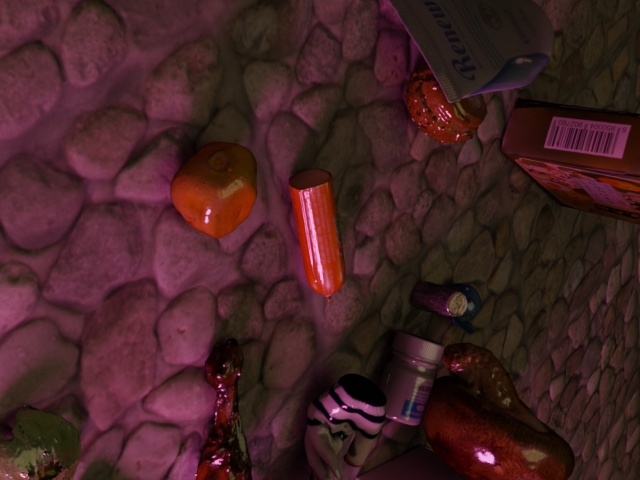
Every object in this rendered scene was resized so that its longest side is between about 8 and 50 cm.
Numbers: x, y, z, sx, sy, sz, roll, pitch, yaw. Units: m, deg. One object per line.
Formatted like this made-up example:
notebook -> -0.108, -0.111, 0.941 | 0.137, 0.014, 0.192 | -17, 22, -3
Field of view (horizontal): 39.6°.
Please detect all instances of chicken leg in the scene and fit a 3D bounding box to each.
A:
chicken leg -> -0.147, 0.301, 1.386 | 0.113, 0.093, 0.304 | -17, 109, -67

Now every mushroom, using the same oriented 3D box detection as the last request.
mushroom -> 0.346, 0.386, 1.769 | 0.345, 0.345, 0.239 | 0, 136, -51

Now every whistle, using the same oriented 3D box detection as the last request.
whistle -> 0.305, 0.138, 1.879 | 0.158, 0.090, 0.090 | 33, 77, -51

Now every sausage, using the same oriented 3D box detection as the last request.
sausage -> 0.000, 0.000, 1.454 | 0.071, 0.071, 0.234 | -37, 130, -38

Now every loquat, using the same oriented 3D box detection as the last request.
loquat -> -0.141, -0.068, 1.222 | 0.137, 0.113, 0.137 | -59, 162, -33

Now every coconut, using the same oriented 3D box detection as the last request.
coconut -> -0.361, 0.277, 1.123 | 0.158, 0.055, 0.133 | -11, 114, -50

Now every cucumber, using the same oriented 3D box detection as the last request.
cucumber -> 0.237, 0.119, 1.767 | 0.064, 0.112, 0.064 | -13, 109, -42

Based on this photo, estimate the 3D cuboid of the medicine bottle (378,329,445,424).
medicine bottle -> 0.173, 0.270, 1.747 | 0.105, 0.105, 0.168 | 20, 87, -53

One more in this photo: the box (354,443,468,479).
box -> 0.215, 0.528, 1.818 | 0.252, 0.203, 0.106 | -8, 110, -50

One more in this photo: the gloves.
gloves -> 0.027, 0.352, 1.600 | 0.218, 0.131, 0.140 | -55, 159, 22

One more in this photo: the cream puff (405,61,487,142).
cream puff -> 0.217, -0.245, 1.587 | 0.165, 0.115, 0.150 | 59, 31, -5

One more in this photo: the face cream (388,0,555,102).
face cream -> 0.284, -0.363, 1.602 | 0.420, 0.137, 0.234 | -18, 77, -47

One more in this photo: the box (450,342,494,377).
box -> 0.369, 0.367, 2.062 | 0.159, 0.071, 0.240 | -57, 139, -23

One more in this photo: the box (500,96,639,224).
box -> 0.652, -0.157, 1.962 | 0.420, 0.373, 0.138 | 27, 81, -52
